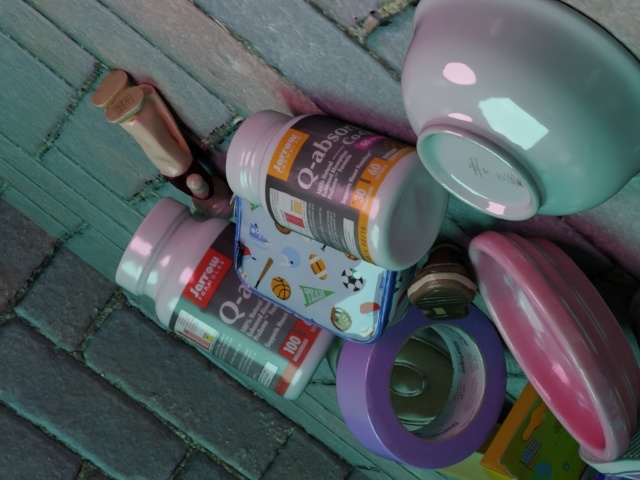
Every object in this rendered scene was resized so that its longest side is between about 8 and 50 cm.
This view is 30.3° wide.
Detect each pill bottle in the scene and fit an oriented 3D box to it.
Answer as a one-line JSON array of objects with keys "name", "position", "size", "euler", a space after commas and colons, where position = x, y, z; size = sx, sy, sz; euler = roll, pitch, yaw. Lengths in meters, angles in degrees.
[{"name": "pill bottle", "position": [-0.143, 0.091, 1.970], "size": [0.363, 0.210, 0.210], "euler": [30, 162, 3]}, {"name": "pill bottle", "position": [0.018, -0.076, 1.569], "size": [0.278, 0.162, 0.162], "euler": [22, 158, 33]}]

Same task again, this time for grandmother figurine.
[{"name": "grandmother figurine", "position": [-0.243, -0.136, 2.008], "size": [0.342, 0.104, 0.208], "euler": [50, -175, -46]}]

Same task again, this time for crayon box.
[{"name": "crayon box", "position": [0.383, 0.349, 1.946], "size": [0.081, 0.202, 0.318], "euler": [15, 153, 47]}]

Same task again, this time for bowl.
[{"name": "bowl", "position": [0.191, -0.114, 1.209], "size": [0.298, 0.134, 0.298], "euler": [32, 163, 11]}]

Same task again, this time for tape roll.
[{"name": "tape roll", "position": [0.163, 0.222, 1.886], "size": [0.275, 0.275, 0.090], "euler": [43, 161, -24]}]

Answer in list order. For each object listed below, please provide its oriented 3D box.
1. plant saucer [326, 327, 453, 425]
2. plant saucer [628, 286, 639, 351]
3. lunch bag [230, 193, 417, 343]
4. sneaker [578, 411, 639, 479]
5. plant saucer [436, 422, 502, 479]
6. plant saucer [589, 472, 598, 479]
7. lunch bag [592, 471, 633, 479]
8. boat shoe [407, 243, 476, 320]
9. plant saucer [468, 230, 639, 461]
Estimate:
[{"name": "plant saucer", "position": [0.150, 0.229, 2.077], "size": [0.310, 0.050, 0.310], "euler": [12, 134, 13]}, {"name": "plant saucer", "position": [0.541, 0.196, 1.434], "size": [0.400, 0.100, 0.400], "euler": [32, 162, 12]}, {"name": "lunch bag", "position": [0.000, 0.000, 1.762], "size": [0.303, 0.115, 0.243], "euler": [24, 126, 26]}, {"name": "sneaker", "position": [0.456, 0.299, 1.547], "size": [0.161, 0.102, 0.282], "euler": [36, 170, -11]}, {"name": "plant saucer", "position": [0.343, 0.420, 2.301], "size": [0.333, 0.081, 0.333], "euler": [18, 162, -2]}, {"name": "plant saucer", "position": [0.561, 0.417, 1.903], "size": [0.278, 0.041, 0.278], "euler": [9, 144, 6]}, {"name": "lunch bag", "position": [0.502, 0.388, 1.676], "size": [0.221, 0.293, 0.138], "euler": [38, 162, -7]}, {"name": "boat shoe", "position": [0.171, 0.050, 1.697], "size": [0.095, 0.095, 0.257], "euler": [-2, 167, 3]}, {"name": "plant saucer", "position": [0.310, 0.122, 1.519], "size": [0.332, 0.084, 0.332], "euler": [60, 176, 8]}]
